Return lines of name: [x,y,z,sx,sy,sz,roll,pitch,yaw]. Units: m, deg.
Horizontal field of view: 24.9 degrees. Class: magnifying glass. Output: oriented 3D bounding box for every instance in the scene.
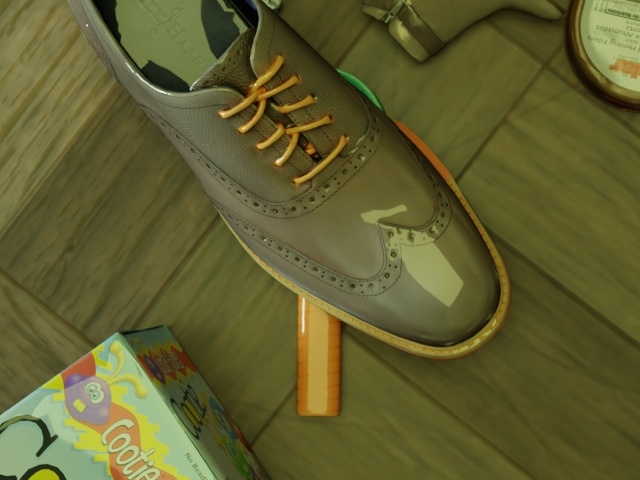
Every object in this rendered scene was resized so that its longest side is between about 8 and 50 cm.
magnifying glass: [0.000,0.000,0.958,0.092,0.026,0.230,1,88,5]

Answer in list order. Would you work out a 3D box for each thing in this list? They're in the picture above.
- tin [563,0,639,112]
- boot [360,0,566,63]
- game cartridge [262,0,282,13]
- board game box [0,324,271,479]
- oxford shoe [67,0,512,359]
tin: [0.222,-0.178,0.941,0.106,0.040,0.189,14,89,10]
boot: [0.089,-0.153,0.952,0.118,0.042,0.087,38,97,7]
game cartridge: [-0.068,-0.137,0.974,0.056,0.017,0.083,28,90,2]
board game box: [-0.182,0.190,0.905,0.275,0.144,0.142,-35,86,3]
oxford shoe: [-0.030,-0.063,0.886,0.364,0.133,0.130,42,90,6]
